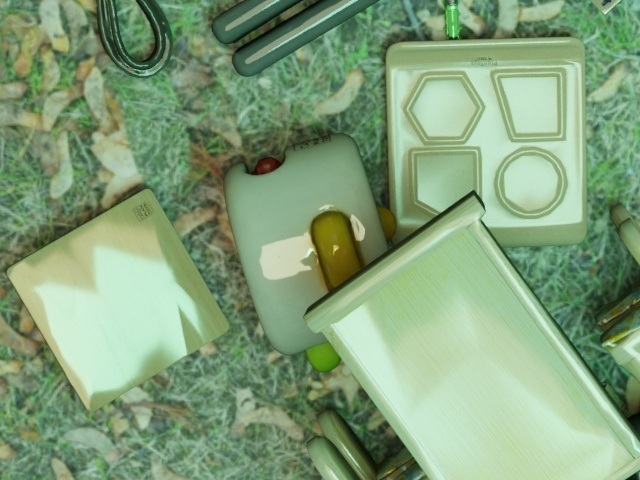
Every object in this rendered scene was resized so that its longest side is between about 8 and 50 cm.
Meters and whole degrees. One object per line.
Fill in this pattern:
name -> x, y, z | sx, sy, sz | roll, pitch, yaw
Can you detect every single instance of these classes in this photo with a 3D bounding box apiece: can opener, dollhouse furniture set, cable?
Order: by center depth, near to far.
dollhouse furniture set -> 0.140, 0.097, 1.737 | 0.362, 0.394, 0.256 | -35, 93, 7
can opener -> 0.029, -0.250, 1.836 | 0.283, 0.095, 0.076 | -31, 96, 4
cable -> -0.226, -0.293, 1.867 | 0.139, 0.072, 0.287 | -44, 109, -11

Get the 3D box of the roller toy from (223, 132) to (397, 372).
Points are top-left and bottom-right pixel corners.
roller toy -> 0.000, 0.000, 1.824 | 0.146, 0.209, 0.191 | -17, 57, 2

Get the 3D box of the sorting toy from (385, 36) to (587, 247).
sorting toy -> 0.161, -0.094, 1.892 | 0.193, 0.038, 0.208 | -2, 103, 1

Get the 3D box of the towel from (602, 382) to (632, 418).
towel -> 0.262, 0.224, 1.941 | 0.148, 0.027, 0.110 | -42, 97, 6

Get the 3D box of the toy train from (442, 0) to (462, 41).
toy train -> 0.126, -0.225, 1.876 | 0.017, 0.024, 0.083 | -4, 98, 1

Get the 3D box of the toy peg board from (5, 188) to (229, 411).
toy peg board -> -0.202, 0.056, 1.904 | 0.161, 0.079, 0.161 | -31, 98, -11

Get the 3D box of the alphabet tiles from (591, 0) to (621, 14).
alphabet tiles -> 0.313, -0.305, 1.815 | 0.198, 0.009, 0.237 | -43, 71, 9

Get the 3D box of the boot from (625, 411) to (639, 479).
boot -> 0.471, 0.135, 1.746 | 0.445, 0.367, 0.146 | -13, 71, -4
